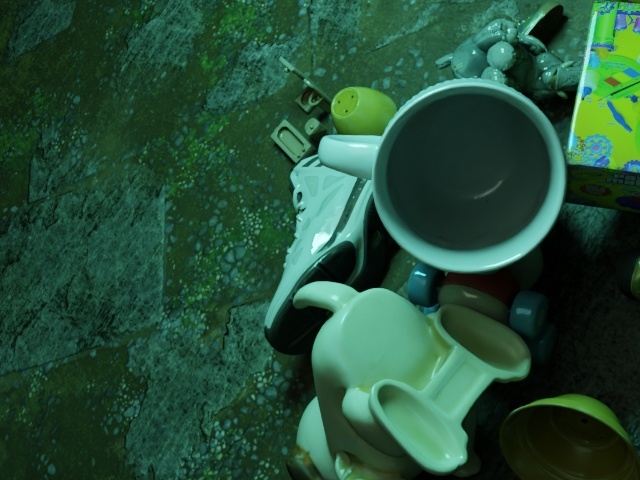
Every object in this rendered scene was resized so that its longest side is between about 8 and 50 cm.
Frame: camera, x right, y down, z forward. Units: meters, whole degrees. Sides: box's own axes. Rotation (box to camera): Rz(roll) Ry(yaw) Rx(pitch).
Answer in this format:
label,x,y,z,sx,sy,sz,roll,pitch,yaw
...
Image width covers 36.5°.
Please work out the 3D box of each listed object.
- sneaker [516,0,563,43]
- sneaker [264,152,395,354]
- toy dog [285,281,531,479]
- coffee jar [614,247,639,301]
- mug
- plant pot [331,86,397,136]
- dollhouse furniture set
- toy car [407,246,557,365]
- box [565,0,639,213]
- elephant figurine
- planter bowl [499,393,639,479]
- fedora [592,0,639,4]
label,x,y,z,sx,sy,sz,roll,pitch,yaw
sneaker,0.365,-0.382,1.831,0.192,0.064,0.086,-53,54,9
sneaker,0.001,0.000,1.896,0.257,0.169,0.447,28,80,49
toy dog,0.079,0.286,1.563,0.395,0.408,0.284,29,51,7
coffee jar,0.547,0.069,1.477,0.184,0.096,0.079,16,82,39
mug,0.182,-0.124,1.527,0.374,0.328,0.276,6,103,6
plant pot,0.075,-0.260,1.971,0.134,0.095,0.134,-15,62,30
dollhouse furniture set,-0.060,-0.272,2.058,0.151,0.123,0.144,-49,50,9
toy car,0.300,0.050,1.615,0.219,0.210,0.238,15,67,29
box,0.541,-0.192,1.486,0.290,0.177,0.279,10,75,17
elephant figurine,0.367,-0.296,1.733,0.169,0.239,0.186,-53,46,45
planter bowl,0.388,0.298,1.467,0.217,0.217,0.090,-2,33,36
fedora,0.528,-0.454,1.712,0.079,0.194,0.194,114,144,-46
